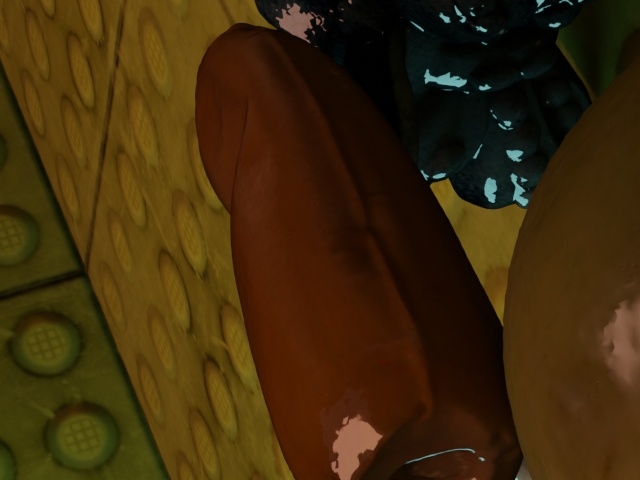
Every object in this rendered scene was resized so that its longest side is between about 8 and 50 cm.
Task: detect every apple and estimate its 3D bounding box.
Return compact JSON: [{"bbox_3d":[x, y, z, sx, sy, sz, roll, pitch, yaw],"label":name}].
[{"bbox_3d":[0.220,0.032,0.704,0.292,0.292,0.254,56,152,40],"label":"apple"}]

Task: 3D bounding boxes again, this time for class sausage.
[{"bbox_3d":[0.005,-0.001,0.892,0.354,0.116,0.134,-112,12,-46],"label":"sausage"}]

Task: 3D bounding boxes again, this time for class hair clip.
[{"bbox_3d":[0.084,-0.143,1.040,0.194,0.206,0.310,58,154,28],"label":"hair clip"}]

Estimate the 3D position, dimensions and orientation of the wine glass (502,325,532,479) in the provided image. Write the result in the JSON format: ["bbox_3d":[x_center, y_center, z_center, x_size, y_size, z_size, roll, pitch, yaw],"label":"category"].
[{"bbox_3d":[0.186,0.196,0.948,0.323,0.238,0.238,51,159,1],"label":"wine glass"}]
